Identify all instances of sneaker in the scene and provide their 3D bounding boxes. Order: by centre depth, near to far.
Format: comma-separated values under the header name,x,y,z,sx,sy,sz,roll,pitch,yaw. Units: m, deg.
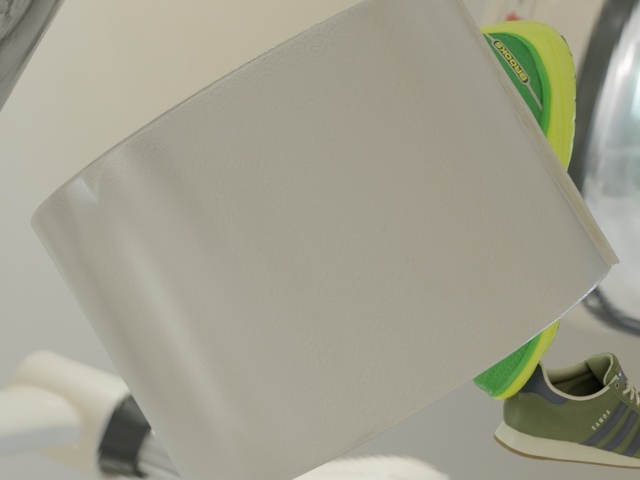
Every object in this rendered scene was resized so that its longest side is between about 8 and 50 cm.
name,x,y,z,sx,sy,sz,roll,pitch,yaw
sneaker,0.130,-0.023,1.119,0.109,0.123,0.296,-98,8,-80
sneaker,0.240,0.136,1.174,0.064,0.192,0.086,-133,51,-67

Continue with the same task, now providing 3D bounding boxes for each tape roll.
name,x,y,z,sx,sy,sz,roll,pitch,yaw
tape roll,0.000,0.000,0.722,0.169,0.246,0.246,59,-146,0

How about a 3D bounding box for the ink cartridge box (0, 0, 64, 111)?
name,x,y,z,sx,sy,sz,roll,pitch,yaw
ink cartridge box,-0.124,-0.162,0.658,0.223,0.045,0.224,-60,-1,-2
